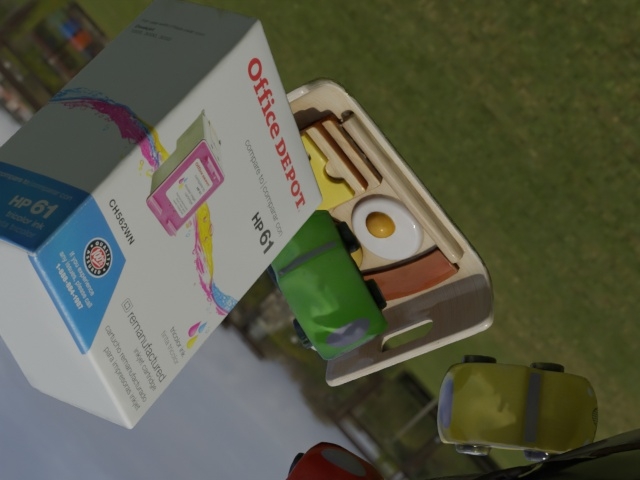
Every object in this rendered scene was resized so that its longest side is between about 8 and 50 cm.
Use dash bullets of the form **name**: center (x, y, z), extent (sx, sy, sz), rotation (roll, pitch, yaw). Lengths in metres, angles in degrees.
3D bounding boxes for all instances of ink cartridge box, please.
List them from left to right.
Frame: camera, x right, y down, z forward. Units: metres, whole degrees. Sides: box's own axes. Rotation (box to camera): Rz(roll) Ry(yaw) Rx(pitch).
- **ink cartridge box**: center (-0.060, -0.012, 0.478), extent (0.052, 0.122, 0.088), rotation (16, 143, 33)

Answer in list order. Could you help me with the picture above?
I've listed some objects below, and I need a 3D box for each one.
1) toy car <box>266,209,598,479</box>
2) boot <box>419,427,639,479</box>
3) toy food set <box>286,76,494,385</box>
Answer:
- **toy car**: center (0.026, 0.079, 0.857), extent (0.225, 0.239, 0.053), rotation (62, -176, 16)
- **boot**: center (0.104, 0.178, 0.633), extent (0.284, 0.377, 0.138), rotation (133, 121, -81)
- **toy food set**: center (0.000, 0.000, 1.360), extent (0.306, 0.220, 0.092), rotation (50, -141, -19)
